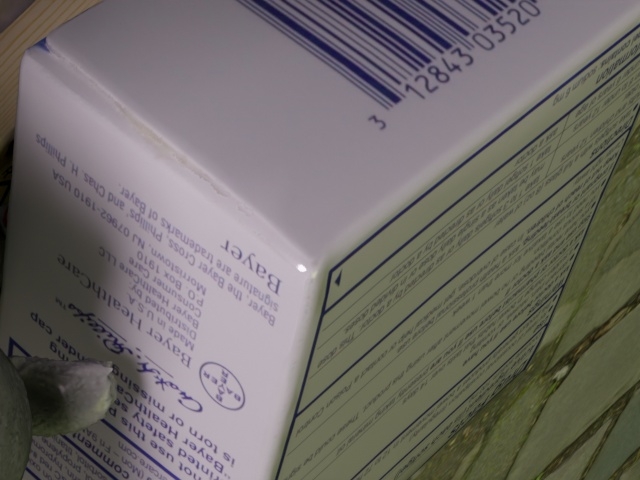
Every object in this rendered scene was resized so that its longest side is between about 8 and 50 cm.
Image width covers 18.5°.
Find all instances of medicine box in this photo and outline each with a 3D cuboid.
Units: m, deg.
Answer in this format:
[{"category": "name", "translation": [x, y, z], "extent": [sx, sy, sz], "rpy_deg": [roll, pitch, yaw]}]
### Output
[{"category": "medicine box", "translation": [0.000, 0.000, 0.867], "extent": [0.263, 0.149, 0.289], "rpy_deg": [-38, 156, -37]}]

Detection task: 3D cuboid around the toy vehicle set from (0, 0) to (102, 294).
[{"category": "toy vehicle set", "translation": [-0.103, -0.017, 0.885], "extent": [0.166, 0.035, 0.267], "rpy_deg": [-47, 160, -17]}]

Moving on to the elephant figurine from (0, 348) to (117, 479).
[{"category": "elephant figurine", "translation": [-0.188, 0.032, 0.626], "extent": [0.239, 0.169, 0.186], "rpy_deg": [81, 18, -44]}]
